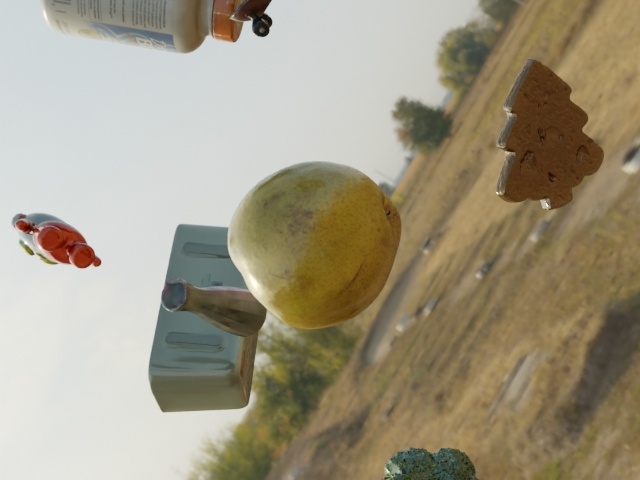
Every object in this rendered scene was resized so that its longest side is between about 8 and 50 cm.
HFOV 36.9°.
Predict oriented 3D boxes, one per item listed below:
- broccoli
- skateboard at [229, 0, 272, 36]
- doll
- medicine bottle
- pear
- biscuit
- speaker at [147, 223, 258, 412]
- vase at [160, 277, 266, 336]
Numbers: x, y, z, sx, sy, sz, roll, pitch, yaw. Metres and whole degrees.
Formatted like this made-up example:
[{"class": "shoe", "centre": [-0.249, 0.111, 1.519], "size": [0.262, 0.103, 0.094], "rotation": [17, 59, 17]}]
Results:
[{"class": "broccoli", "centre": [0.166, 0.505, 1.666], "size": [0.308, 0.275, 0.307], "rotation": [-2, -87, -54]}, {"class": "skateboard", "centre": [-0.056, -0.312, 1.087], "size": [0.151, 0.080, 0.067], "rotation": [-54, 11, 17]}, {"class": "doll", "centre": [-0.421, -0.001, 1.501], "size": [0.245, 0.142, 0.076], "rotation": [9, 69, 62]}, {"class": "medicine bottle", "centre": [-0.260, -0.368, 1.441], "size": [0.157, 0.289, 0.157], "rotation": [11, -90, -86]}, {"class": "pear", "centre": [0.000, 0.000, 1.179], "size": [0.208, 0.209, 0.209], "rotation": [-59, -2, -4]}, {"class": "biscuit", "centre": [0.444, -0.211, 1.894], "size": [0.278, 0.301, 0.043], "rotation": [-15, 10, -27]}, {"class": "speaker", "centre": [-0.230, 0.158, 2.021], "size": [0.183, 0.184, 0.406], "rotation": [83, -171, -53]}, {"class": "vase", "centre": [-0.187, 0.112, 1.665], "size": [0.214, 0.086, 0.086], "rotation": [22, -80, -55]}]
